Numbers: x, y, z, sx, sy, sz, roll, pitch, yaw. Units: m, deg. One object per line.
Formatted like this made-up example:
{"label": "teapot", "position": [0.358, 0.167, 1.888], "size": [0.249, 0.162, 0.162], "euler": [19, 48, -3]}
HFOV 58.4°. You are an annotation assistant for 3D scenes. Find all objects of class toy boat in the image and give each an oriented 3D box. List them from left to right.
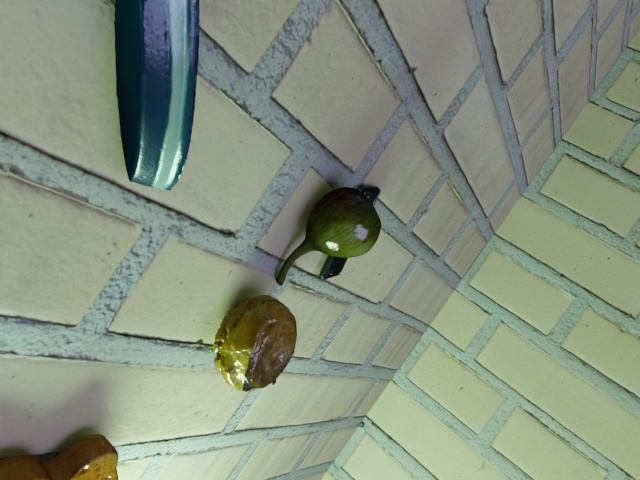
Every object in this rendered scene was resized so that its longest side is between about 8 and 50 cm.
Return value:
{"label": "toy boat", "position": [-0.182, -0.173, 0.628], "size": [0.061, 0.096, 0.299], "euler": [-18, 139, -33]}

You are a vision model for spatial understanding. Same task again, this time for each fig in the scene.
{"label": "fig", "position": [0.000, 0.000, 1.112], "size": [0.245, 0.149, 0.149], "euler": [-35, 153, 5]}

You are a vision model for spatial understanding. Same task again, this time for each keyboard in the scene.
{"label": "keyboard", "position": [0.060, -0.016, 1.250], "size": [0.093, 0.025, 0.230], "euler": [-9, 129, -56]}

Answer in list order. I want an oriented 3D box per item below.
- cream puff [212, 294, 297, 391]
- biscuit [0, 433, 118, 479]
{"label": "cream puff", "position": [-0.128, 0.191, 1.082], "size": [0.189, 0.129, 0.189], "euler": [-37, 140, -38]}
{"label": "biscuit", "position": [-0.511, 0.460, 0.846], "size": [0.455, 0.078, 0.350], "euler": [8, 111, -60]}
